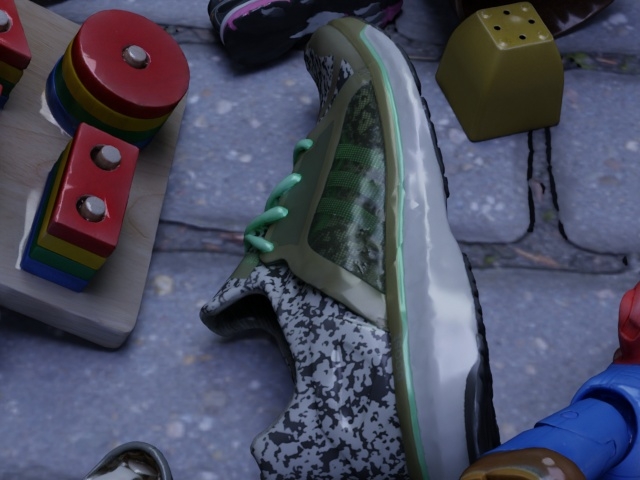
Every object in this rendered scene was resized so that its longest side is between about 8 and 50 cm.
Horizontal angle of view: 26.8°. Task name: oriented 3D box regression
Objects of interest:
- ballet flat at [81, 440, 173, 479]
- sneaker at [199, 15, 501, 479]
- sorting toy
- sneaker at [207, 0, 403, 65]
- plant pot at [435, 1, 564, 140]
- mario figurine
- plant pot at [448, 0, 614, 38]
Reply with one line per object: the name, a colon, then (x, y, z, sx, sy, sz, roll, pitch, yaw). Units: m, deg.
ballet flat: (-0.162, 0.197, 0.778, 0.072, 0.068, 0.213, 30, 55, 18)
sneaker: (0.000, 0.000, 0.919, 0.182, 0.158, 0.410, -11, 48, 1)
sorting toy: (-0.213, -0.093, 0.929, 0.257, 0.089, 0.255, 24, 47, -20)
sneaker: (-0.015, -0.209, 1.129, 0.178, 0.072, 0.077, -17, 44, -25)
plant pot: (0.149, -0.143, 1.078, 0.081, 0.083, 0.081, -12, 53, -16)
mario figurine: (0.227, 0.105, 0.809, 0.170, 0.198, 0.320, 40, 50, 16)
plant pot: (0.147, -0.318, 1.132, 0.215, 0.215, 0.230, -20, 57, -21)
